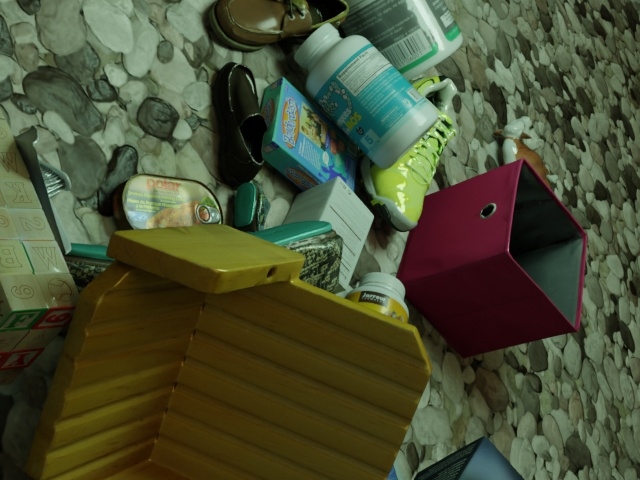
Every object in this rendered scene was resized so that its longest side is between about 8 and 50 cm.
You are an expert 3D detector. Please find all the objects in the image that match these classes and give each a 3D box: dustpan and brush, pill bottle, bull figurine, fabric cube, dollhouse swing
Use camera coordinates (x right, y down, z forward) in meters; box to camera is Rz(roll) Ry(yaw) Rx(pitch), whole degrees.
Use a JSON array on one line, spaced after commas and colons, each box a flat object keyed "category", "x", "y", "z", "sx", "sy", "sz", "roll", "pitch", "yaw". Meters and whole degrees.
[{"category": "dustpan and brush", "x": -0.347, "y": -0.086, "z": 1.116, "sx": 0.060, "sy": 0.211, "sz": 0.147, "roll": -28, "pitch": 125, "yaw": -31}, {"category": "pill bottle", "x": 0.081, "y": 0.160, "z": 1.549, "sx": 0.117, "sy": 0.117, "sz": 0.215, "roll": 45, "pitch": 44, "yaw": -27}, {"category": "bull figurine", "x": 0.502, "y": -0.140, "z": 2.198, "sx": 0.188, "sy": 0.101, "sz": 0.310, "roll": 23, "pitch": 57, "yaw": -45}, {"category": "fabric cube", "x": 0.337, "y": 0.039, "z": 1.797, "sx": 0.259, "sy": 0.258, "sz": 0.254, "roll": 44, "pitch": 46, "yaw": -29}, {"category": "pill bottle", "x": 0.112, "y": -0.497, "z": 1.811, "sx": 0.361, "sy": 0.204, "sz": 0.204, "roll": 58, "pitch": 39, "yaw": -14}, {"category": "pill bottle", "x": 0.075, "y": -0.265, "z": 1.654, "sx": 0.264, "sy": 0.146, "sz": 0.146, "roll": 46, "pitch": 40, "yaw": 3}, {"category": "dollhouse swing", "x": -0.089, "y": 0.201, "z": 1.042, "sx": 0.315, "sy": 0.305, "sz": 0.346, "roll": -7, "pitch": 121, "yaw": -65}]

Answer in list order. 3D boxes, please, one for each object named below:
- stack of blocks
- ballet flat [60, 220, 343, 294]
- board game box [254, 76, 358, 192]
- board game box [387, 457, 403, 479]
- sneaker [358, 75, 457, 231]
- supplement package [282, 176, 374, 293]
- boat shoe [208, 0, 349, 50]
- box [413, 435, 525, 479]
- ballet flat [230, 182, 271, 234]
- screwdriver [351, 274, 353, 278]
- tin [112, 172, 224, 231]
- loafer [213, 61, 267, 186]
[{"category": "stack of blocks", "x": -0.390, "y": -0.004, "z": 1.017, "sx": 0.087, "sy": 0.171, "sz": 0.297, "roll": 0, "pitch": 56, "yaw": -51}, {"category": "ballet flat", "x": -0.161, "y": 0.076, "z": 1.251, "sx": 0.483, "sy": 0.164, "sz": 0.181, "roll": -5, "pitch": 98, "yaw": -39}, {"category": "board game box", "x": -0.020, "y": -0.164, "z": 1.620, "sx": 0.210, "sy": 0.047, "sz": 0.160, "roll": 39, "pitch": 42, "yaw": -33}, {"category": "board game box", "x": 0.031, "y": 0.476, "z": 1.373, "sx": 0.302, "sy": 0.086, "sz": 0.308, "roll": -8, "pitch": 80, "yaw": -51}, {"category": "sneaker", "x": 0.178, "y": -0.187, "z": 1.784, "sx": 0.145, "sy": 0.147, "sz": 0.384, "roll": 38, "pitch": 44, "yaw": -34}, {"category": "supplement package", "x": 0.000, "y": 0.000, "z": 1.535, "sx": 0.105, "sy": 0.105, "sz": 0.179, "roll": 48, "pitch": 44, "yaw": -25}, {"category": "boat shoe", "x": -0.068, "y": -0.410, "z": 1.637, "sx": 0.307, "sy": 0.104, "sz": 0.110, "roll": -23, "pitch": 92, "yaw": -52}, {"category": "box", "x": 0.230, "y": 0.503, "z": 1.325, "sx": 0.296, "sy": 0.183, "sz": 0.294, "roll": 48, "pitch": 41, "yaw": 1}, {"category": "ballet flat", "x": -0.112, "y": -0.002, "z": 1.441, "sx": 0.070, "sy": 0.070, "sz": 0.188, "roll": 36, "pitch": 52, "yaw": -35}, {"category": "screwdriver", "x": 0.002, "y": 0.092, "z": 1.573, "sx": 0.170, "sy": 0.025, "sz": 0.024, "roll": -33, "pitch": 100, "yaw": -42}, {"category": "tin", "x": -0.222, "y": -0.041, "z": 1.346, "sx": 0.190, "sy": 0.040, "sz": 0.106, "roll": 6, "pitch": 73, "yaw": -49}, {"category": "loafer", "x": -0.118, "y": -0.197, "z": 1.503, "sx": 0.080, "sy": 0.078, "sz": 0.220, "roll": 13, "pitch": 65, "yaw": -47}]
